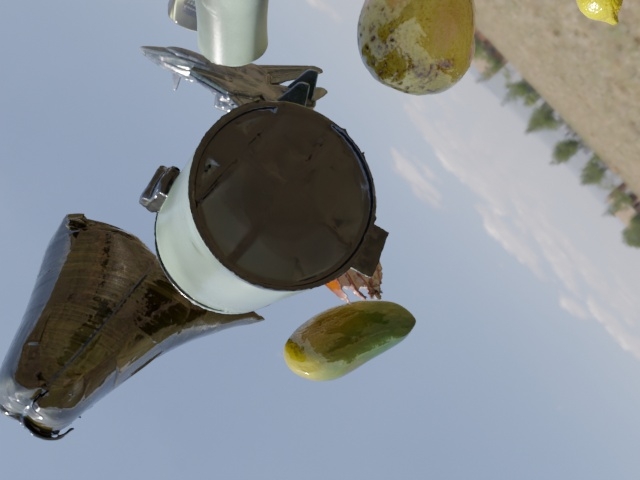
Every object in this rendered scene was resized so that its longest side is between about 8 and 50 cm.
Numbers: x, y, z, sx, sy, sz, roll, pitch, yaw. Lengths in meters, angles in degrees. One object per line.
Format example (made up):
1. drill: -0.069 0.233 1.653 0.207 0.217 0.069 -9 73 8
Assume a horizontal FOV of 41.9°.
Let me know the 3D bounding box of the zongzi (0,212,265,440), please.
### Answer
1. zongzi: -0.307 0.191 1.451 0.432 0.208 0.403 26 -137 -19

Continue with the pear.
1. pear: 0.134 -0.282 1.105 0.178 0.178 0.178 42 -163 -16

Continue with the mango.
1. mango: 0.047 0.170 1.491 0.137 0.238 0.091 59 173 51

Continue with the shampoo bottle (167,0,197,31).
1. shampoo bottle: -0.213 -0.601 1.791 0.126 0.350 0.084 9 -129 -33

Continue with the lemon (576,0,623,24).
1. lemon: 0.395 -0.345 1.179 0.092 0.065 0.065 64 -166 -8

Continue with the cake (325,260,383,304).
1. cake: 0.005 -0.001 1.455 0.098 0.135 0.287 -19 -110 -45

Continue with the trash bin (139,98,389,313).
1. trash bin: -0.078 -0.028 1.032 0.277 0.217 0.262 28 162 -11

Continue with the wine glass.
1. wine glass: -0.100 -0.310 0.936 0.103 0.103 0.231 55 157 28

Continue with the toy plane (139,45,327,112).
1. toy plane: -0.134 -0.220 1.193 0.267 0.088 0.212 14 -142 10
